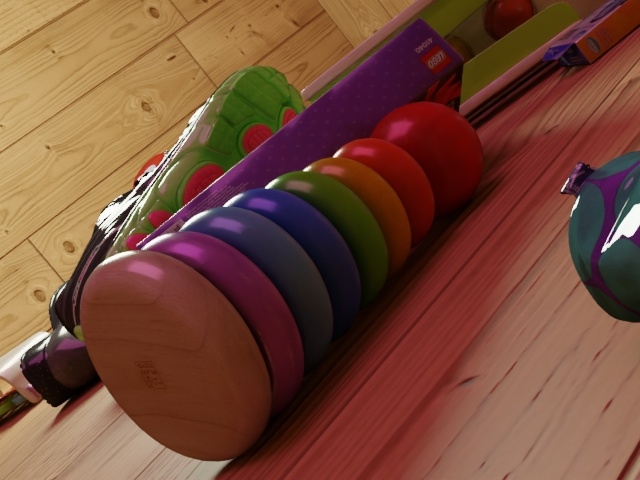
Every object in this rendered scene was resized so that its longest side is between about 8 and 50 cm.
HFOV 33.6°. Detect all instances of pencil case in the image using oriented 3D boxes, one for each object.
[{"bbox_3d":[0.138,-0.006,0.335,0.070,0.064,0.152,-65,14,-8],"label":"pencil case"}]

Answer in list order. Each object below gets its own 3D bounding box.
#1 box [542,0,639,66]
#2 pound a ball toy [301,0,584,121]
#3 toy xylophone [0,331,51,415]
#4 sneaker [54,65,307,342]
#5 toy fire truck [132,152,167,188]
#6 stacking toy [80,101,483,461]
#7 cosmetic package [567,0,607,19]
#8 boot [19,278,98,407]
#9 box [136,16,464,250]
[{"bbox_3d":[0.268,-0.201,0.971,0.136,0.028,0.081,-41,8,1],"label":"box"},{"bbox_3d":[0.126,-0.232,1.105,0.319,0.208,0.136,-37,-3,15],"label":"pound a ball toy"},{"bbox_3d":[-0.543,0.262,1.755,0.236,0.081,0.323,-44,10,-36],"label":"toy xylophone"},{"bbox_3d":[-0.161,-0.056,1.296,0.202,0.185,0.483,-11,29,41],"label":"sneaker"},{"bbox_3d":[-0.214,-0.067,1.967,0.302,0.169,0.254,-34,35,22],"label":"toy fire truck"},{"bbox_3d":[0.000,0.000,0.722,0.330,0.141,0.141,-39,6,-41],"label":"stacking toy"},{"bbox_3d":[0.244,-0.309,1.294,0.153,0.129,0.296,-41,8,-10],"label":"cosmetic package"},{"bbox_3d":[-0.272,0.092,1.485,0.223,0.118,0.338,-34,20,11],"label":"boot"},{"bbox_3d":[-0.005,-0.039,0.910,0.293,0.057,0.201,-40,-16,-7],"label":"box"}]
